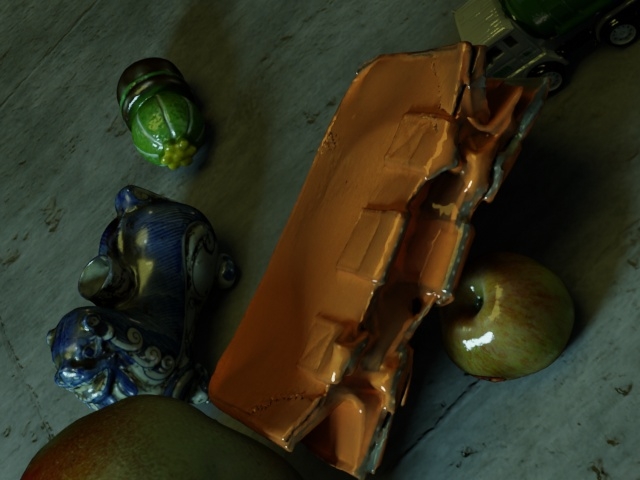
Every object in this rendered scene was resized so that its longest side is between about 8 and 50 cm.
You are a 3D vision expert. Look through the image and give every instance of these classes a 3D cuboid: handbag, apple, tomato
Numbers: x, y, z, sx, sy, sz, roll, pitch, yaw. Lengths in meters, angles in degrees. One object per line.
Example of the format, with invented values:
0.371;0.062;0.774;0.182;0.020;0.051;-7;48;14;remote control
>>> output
0.052;0.010;1.671;0.410;0.116;0.303;-65;18;-4;handbag
0.171;0.068;1.617;0.126;0.102;0.126;-23;51;31;apple
-0.140;0.278;1.630;0.239;0.303;0.303;-55;41;2;tomato

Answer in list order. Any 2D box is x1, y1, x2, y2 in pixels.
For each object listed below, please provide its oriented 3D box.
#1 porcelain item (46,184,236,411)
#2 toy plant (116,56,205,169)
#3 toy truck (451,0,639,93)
-0.207;0.073;1.908;0.138;0.186;0.288;-16;53;38;porcelain item
-0.193;-0.150;2.115;0.093;0.093;0.162;-42;45;14;toy plant
0.250;-0.248;1.739;0.242;0.125;0.101;-35;46;23;toy truck
